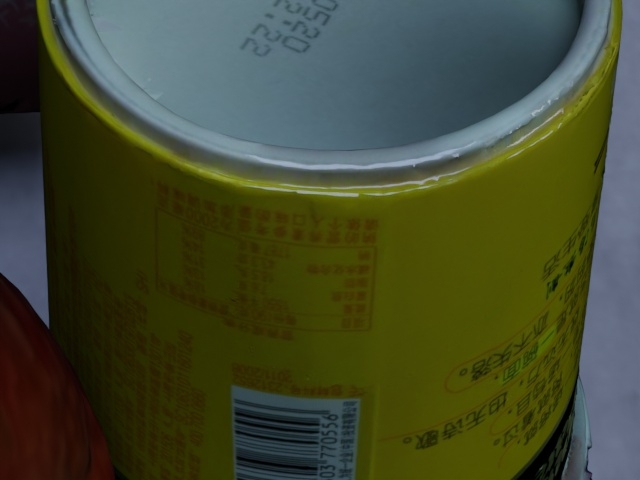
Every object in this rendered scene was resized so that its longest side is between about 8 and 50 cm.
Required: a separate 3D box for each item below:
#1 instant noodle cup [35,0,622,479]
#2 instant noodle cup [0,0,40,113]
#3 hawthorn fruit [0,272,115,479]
[{"bbox_3d":[0.000,0.000,0.432,0.215,0.236,0.216,1,54,-1],"label":"instant noodle cup"},{"bbox_3d":[-0.180,-0.144,0.516,0.178,0.235,0.235,3,60,-19],"label":"instant noodle cup"},{"bbox_3d":[-0.187,0.098,0.343,0.299,0.275,0.275,30,61,17],"label":"hawthorn fruit"}]
